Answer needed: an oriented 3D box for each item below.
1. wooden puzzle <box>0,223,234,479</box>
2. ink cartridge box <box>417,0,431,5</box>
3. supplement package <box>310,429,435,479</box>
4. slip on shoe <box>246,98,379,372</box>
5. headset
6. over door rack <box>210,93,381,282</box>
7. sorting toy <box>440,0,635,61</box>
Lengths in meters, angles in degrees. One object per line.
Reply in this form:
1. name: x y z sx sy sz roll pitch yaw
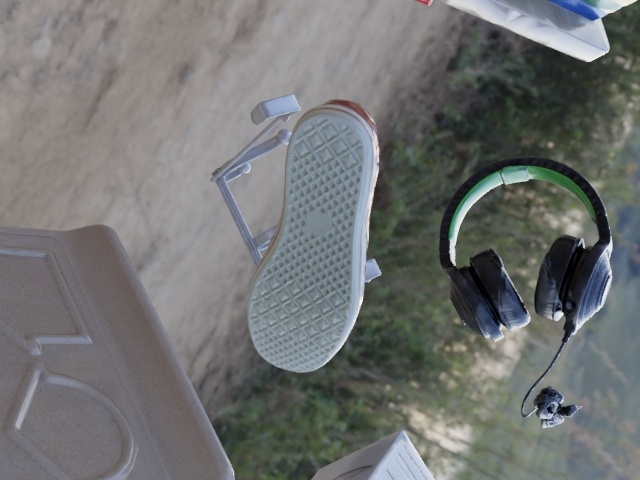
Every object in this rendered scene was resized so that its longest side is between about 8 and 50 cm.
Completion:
1. wooden puzzle: -0.278 0.107 0.880 0.348 0.322 0.080 1 131 -36
2. ink cartridge box: 0.101 -0.517 2.016 0.261 0.296 0.066 123 -17 -55
3. supplement package: 0.033 0.259 1.010 0.105 0.105 0.179 -31 -178 24
4. slip on shoe: 0.000 0.000 1.245 0.101 0.123 0.331 -58 161 -59
5. headset: 0.293 0.063 1.641 0.185 0.243 0.394 46 37 -68
6. over door rack: -0.024 -0.032 1.477 0.108 0.239 0.324 -25 176 -19
7. sorting toy: 0.171 -0.307 0.991 0.255 0.089 0.257 7 65 -49
